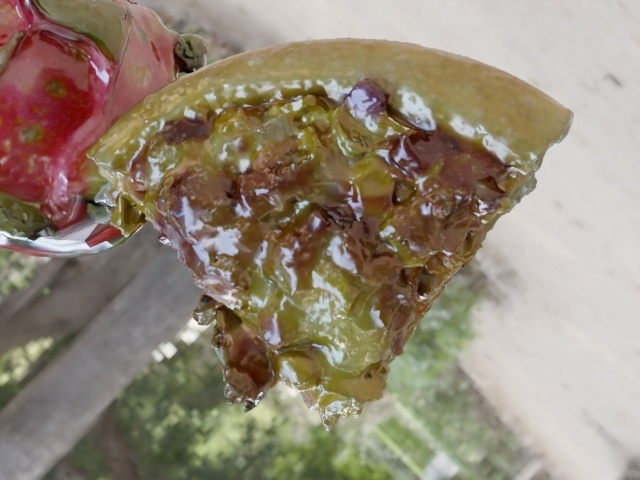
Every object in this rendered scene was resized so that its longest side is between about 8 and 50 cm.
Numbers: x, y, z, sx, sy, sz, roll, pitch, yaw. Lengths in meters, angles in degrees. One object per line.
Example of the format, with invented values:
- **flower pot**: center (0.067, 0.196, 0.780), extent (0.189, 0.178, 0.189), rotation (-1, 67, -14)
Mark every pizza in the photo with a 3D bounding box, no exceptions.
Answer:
- **pizza**: center (0.000, 0.000, 0.860), extent (0.081, 0.289, 0.229), rotation (-40, -52, -76)

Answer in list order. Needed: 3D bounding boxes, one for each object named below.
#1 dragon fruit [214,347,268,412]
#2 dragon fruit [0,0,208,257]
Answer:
- **dragon fruit**: center (-0.066, 0.074, 1.412), extent (0.096, 0.147, 0.102), rotation (29, 155, 0)
- **dragon fruit**: center (-0.231, -0.112, 1.073), extent (0.302, 0.231, 0.237), rotation (16, -167, -14)
